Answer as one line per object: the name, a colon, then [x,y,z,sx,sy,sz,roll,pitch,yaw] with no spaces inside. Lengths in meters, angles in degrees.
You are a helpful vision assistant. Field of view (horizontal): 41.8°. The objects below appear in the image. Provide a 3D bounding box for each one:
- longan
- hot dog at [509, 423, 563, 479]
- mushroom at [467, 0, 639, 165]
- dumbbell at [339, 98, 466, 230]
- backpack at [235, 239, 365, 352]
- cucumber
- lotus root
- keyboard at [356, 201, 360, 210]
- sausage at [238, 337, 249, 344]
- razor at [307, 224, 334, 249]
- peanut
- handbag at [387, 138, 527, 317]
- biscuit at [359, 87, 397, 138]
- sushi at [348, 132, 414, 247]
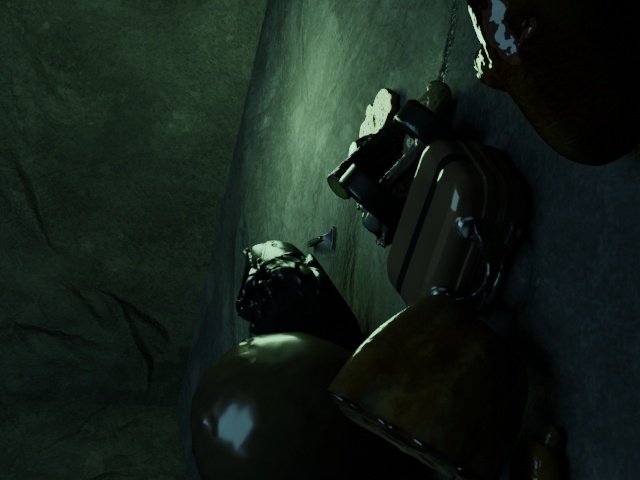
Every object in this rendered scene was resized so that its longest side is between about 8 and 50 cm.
longan: [-0.046,0.380,1.633,0.435,0.404,0.404,14,99,27]
hot dog: [0.317,0.338,1.222,0.090,0.060,0.140,174,95,-67]
mushroom: [0.302,-0.245,1.114,0.259,0.345,0.345,-29,52,37]
dumbbell: [0.158,-0.141,1.587,0.218,0.152,0.152,-49,25,6]
backpack: [-0.067,0.168,2.029,0.363,0.254,0.446,63,180,-23]
cucumber: [0.136,-0.198,1.732,0.293,0.067,0.067,-42,11,-15]
lotus root: [0.196,0.248,1.312,0.250,0.316,0.316,-50,10,-18]
keyboard: [0.124,-0.135,2.021,0.195,0.018,0.060,134,137,-62]
sausage: [-0.062,0.400,1.903,0.433,0.088,0.088,56,168,-15]
razor: [-0.006,-0.001,2.335,0.190,0.033,0.066,162,114,-70]
peanut: [0.219,-0.234,1.685,0.080,0.080,0.174,-132,56,-66]
handbag: [0.239,0.003,1.433,0.283,0.149,0.302,-116,39,-55]
biscuit: [0.139,-0.289,2.013,0.133,0.027,0.184,-105,30,-50]
sushi: [0.132,-0.119,1.811,0.332,0.130,0.124,-111,27,-48]
